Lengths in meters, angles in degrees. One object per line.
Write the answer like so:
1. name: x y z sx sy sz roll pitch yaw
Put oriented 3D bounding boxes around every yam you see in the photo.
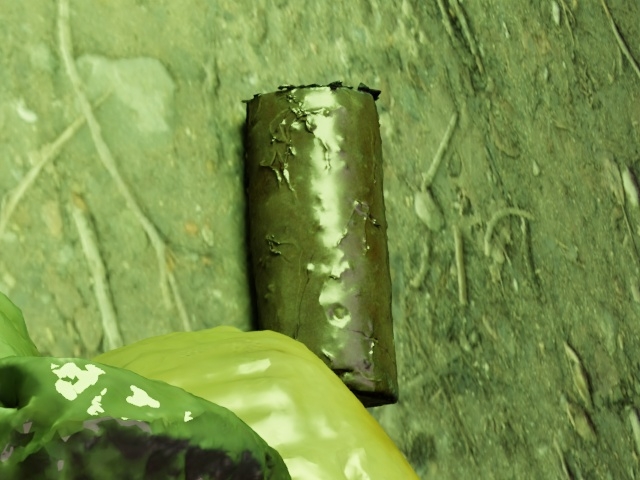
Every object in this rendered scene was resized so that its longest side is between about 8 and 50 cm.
1. yam: -0.001 0.000 1.168 0.131 0.131 0.280 17 63 -48

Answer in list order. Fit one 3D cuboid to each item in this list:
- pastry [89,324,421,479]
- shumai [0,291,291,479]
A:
1. pastry: -0.054 0.249 0.822 0.389 0.312 0.388 56 -5 8
2. shumai: -0.151 0.133 0.589 0.225 0.222 0.261 3 109 -44
